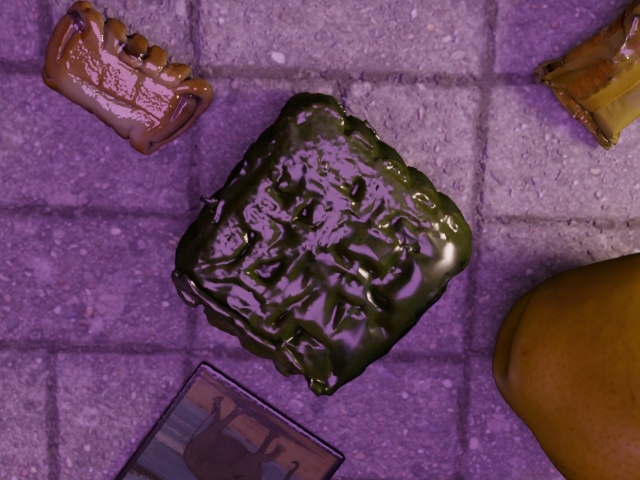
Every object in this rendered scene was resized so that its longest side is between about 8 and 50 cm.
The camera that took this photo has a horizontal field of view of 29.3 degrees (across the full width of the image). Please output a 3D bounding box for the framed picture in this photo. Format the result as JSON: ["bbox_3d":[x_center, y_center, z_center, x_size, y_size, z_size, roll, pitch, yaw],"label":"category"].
[{"bbox_3d":[-0.166,0.381,1.819,0.265,0.016,0.347,36,101,-9],"label":"framed picture"}]

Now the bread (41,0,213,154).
[{"bbox_3d":[-0.263,-0.216,1.644,0.225,0.081,0.134,35,106,-10],"label":"bread"}]

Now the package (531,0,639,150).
[{"bbox_3d":[0.408,-0.231,1.627,0.168,0.090,0.226,44,123,-14],"label":"package"}]

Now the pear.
[{"bbox_3d":[0.440,0.185,1.605,0.418,0.362,0.362,21,102,4],"label":"pear"}]

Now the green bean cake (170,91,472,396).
[{"bbox_3d":[0.000,0.000,1.630,0.335,0.218,0.319,36,100,-10],"label":"green bean cake"}]
